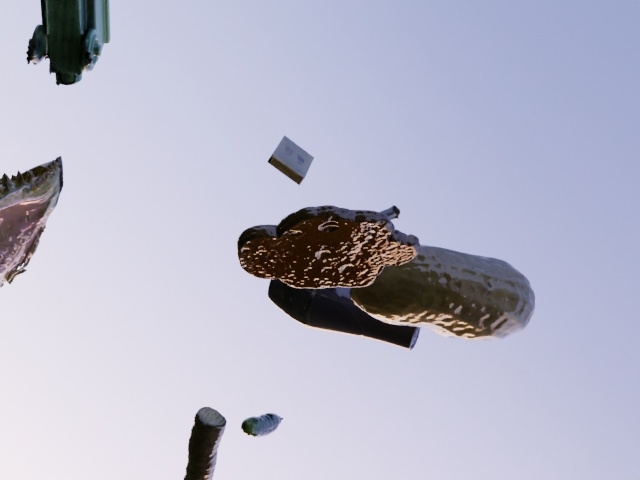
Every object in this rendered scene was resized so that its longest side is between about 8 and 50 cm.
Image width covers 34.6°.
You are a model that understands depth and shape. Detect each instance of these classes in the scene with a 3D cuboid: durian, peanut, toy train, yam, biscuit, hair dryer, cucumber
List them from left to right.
[{"bbox_3d":[-0.572,-0.021,1.730,0.185,0.196,0.305,42,-69,-5],"label":"durian"},{"bbox_3d":[-0.412,-0.413,1.689,0.202,0.120,0.301,-91,-174,-54],"label":"toy train"},{"bbox_3d":[-0.237,0.447,2.005,0.066,0.066,0.300,40,-50,32],"label":"yam"},{"bbox_3d":[-0.096,0.304,1.688,0.037,0.155,0.037,-2,-95,18],"label":"cucumber"},{"bbox_3d":[0.012,0.008,1.621,0.208,0.290,0.041,97,-10,-57],"label":"biscuit"},{"bbox_3d":[0.095,0.050,2.051,0.301,0.361,0.121,19,-40,15],"label":"hair dryer"},{"bbox_3d":[0.225,0.089,1.823,0.174,0.339,0.158,-8,-113,63],"label":"peanut"}]

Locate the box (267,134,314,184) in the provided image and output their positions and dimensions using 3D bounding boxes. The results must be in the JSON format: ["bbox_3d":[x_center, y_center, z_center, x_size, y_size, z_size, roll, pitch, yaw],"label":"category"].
[{"bbox_3d":[-0.052,-0.148,1.872,0.073,0.149,0.020,36,-70,-5],"label":"box"}]
